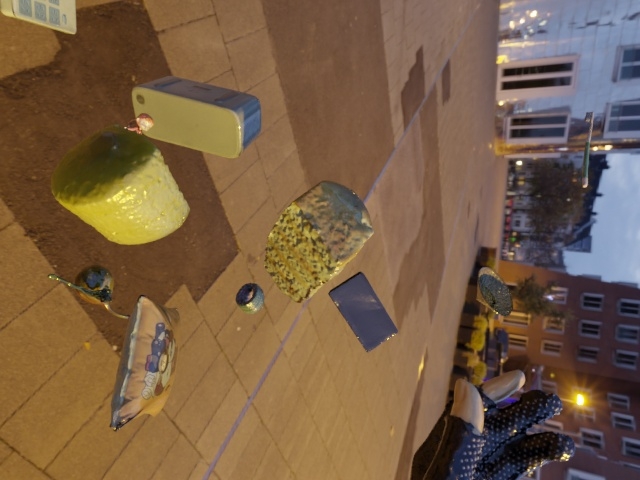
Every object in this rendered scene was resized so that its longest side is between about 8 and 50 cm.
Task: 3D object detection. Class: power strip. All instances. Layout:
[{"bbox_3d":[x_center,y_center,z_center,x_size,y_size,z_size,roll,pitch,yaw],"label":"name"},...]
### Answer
[{"bbox_3d":[-0.268,-0.228,0.390,0.090,0.016,0.040,-68,168,-72],"label":"power strip"}]

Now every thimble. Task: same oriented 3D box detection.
[{"bbox_3d":[-0.337,0.278,1.949,0.090,0.118,0.135,60,26,-43],"label":"thimble"}]

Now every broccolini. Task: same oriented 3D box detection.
[{"bbox_3d":[-0.755,0.153,1.279,0.194,0.052,0.054,23,52,-25],"label":"broccolini"}]

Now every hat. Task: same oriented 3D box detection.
[{"bbox_3d":[0.465,0.153,1.139,0.145,0.067,0.146,20,52,-28],"label":"hat"}]

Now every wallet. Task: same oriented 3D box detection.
[{"bbox_3d":[0.133,0.220,1.244,0.244,0.124,0.025,57,1,-16],"label":"wallet"}]

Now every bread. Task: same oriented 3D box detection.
[{"bbox_3d":[0.000,0.002,1.273,0.264,0.239,0.395,-37,171,-34],"label":"bread"},{"bbox_3d":[-0.228,-0.059,0.466,0.111,0.129,0.114,-44,143,-15],"label":"bread"}]

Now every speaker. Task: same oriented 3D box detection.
[{"bbox_3d":[-0.409,-0.431,1.380,0.184,0.405,0.183,-59,161,-49],"label":"speaker"}]

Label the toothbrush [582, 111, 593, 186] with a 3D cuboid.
[{"bbox_3d":[0.840,-0.289,1.279,0.018,0.024,0.257,31,67,-60],"label":"toothbrush"}]

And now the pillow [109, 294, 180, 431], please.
[{"bbox_3d":[-0.443,0.309,1.060,0.312,0.119,0.310,110,-17,-72],"label":"pillow"}]

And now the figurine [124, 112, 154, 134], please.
[{"bbox_3d":[-0.475,-0.280,1.044,0.109,0.047,0.064,-55,154,-5],"label":"figurine"}]

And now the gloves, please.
[{"bbox_3d":[0.146,0.200,0.370,0.181,0.129,0.106,-52,175,-33],"label":"gloves"}]

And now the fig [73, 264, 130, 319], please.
[{"bbox_3d":[-0.744,0.192,1.397,0.124,0.124,0.237,-53,125,-49],"label":"fig"}]
